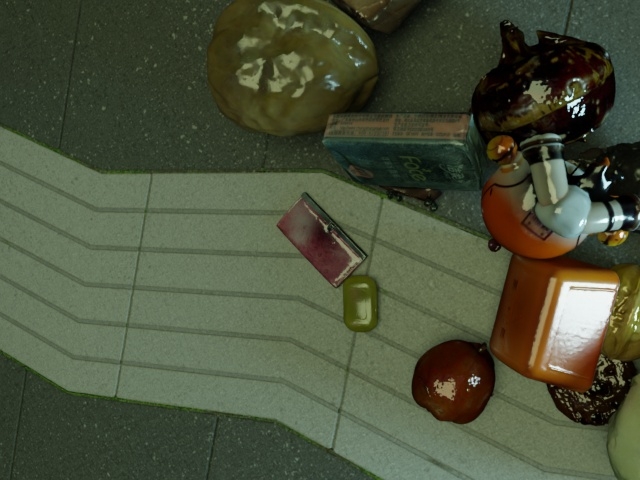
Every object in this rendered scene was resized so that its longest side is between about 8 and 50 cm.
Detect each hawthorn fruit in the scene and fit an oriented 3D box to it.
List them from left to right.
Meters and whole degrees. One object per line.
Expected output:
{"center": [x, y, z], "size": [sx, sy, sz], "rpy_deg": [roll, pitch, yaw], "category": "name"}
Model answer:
{"center": [0.307, 0.306, 1.513], "size": [0.185, 0.185, 0.202], "rpy_deg": [43, 102, 14], "category": "hawthorn fruit"}

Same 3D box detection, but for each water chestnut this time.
{"center": [0.433, -0.315, 1.377], "size": [0.300, 0.300, 0.300], "rpy_deg": [1, 92, 21], "category": "water chestnut"}

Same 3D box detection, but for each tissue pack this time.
{"center": [0.190, -0.197, 1.476], "size": [0.315, 0.228, 0.103], "rpy_deg": [5, 74, 25], "category": "tissue pack"}

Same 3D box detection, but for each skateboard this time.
{"center": [0.213, -0.127, 1.599], "size": [0.151, 0.067, 0.080], "rpy_deg": [18, 89, 23], "category": "skateboard"}

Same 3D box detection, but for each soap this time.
{"center": [0.098, 0.154, 1.656], "size": [0.089, 0.045, 0.140], "rpy_deg": [0, 93, 24], "category": "soap"}

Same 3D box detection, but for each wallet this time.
{"center": [0.000, 0.000, 1.700], "size": [0.232, 0.025, 0.119], "rpy_deg": [46, 107, 14], "category": "wallet"}

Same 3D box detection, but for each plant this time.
{"center": [0.623, -0.108, 1.368], "size": [0.234, 0.204, 0.178], "rpy_deg": [28, 127, 61], "category": "plant"}

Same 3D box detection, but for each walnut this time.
{"center": [-0.078, -0.399, 1.554], "size": [0.383, 0.383, 0.384], "rpy_deg": [1, 92, 21], "category": "walnut"}
{"center": [0.629, 0.149, 1.393], "size": [0.159, 0.159, 0.207], "rpy_deg": [19, 90, 19], "category": "walnut"}

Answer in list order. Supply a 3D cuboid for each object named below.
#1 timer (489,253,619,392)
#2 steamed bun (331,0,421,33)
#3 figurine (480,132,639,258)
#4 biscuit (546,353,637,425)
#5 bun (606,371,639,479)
{"center": [0.458, 0.154, 1.427], "size": [0.161, 0.250, 0.257], "rpy_deg": [10, 97, -16], "category": "timer"}
{"center": [0.140, -0.631, 1.544], "size": [0.251, 0.199, 0.301], "rpy_deg": [-46, 66, 33], "category": "steamed bun"}
{"center": [0.431, -0.068, 1.304], "size": [0.320, 0.323, 0.196], "rpy_deg": [37, 80, 0], "category": "figurine"}
{"center": [0.590, 0.307, 1.472], "size": [0.192, 0.049, 0.192], "rpy_deg": [-1, 87, 22], "category": "biscuit"}
{"center": [0.706, 0.366, 1.335], "size": [0.361, 0.213, 0.361], "rpy_deg": [-6, 107, -20], "category": "bun"}
